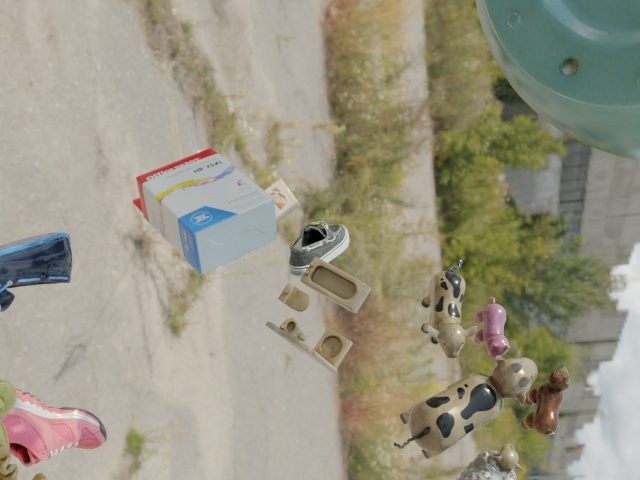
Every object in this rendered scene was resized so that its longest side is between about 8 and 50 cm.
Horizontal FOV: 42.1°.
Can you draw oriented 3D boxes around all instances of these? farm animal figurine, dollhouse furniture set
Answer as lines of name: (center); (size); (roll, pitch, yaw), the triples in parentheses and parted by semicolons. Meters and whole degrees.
farm animal figurine: (0.254, 0.229, 1.364); (0.327, 0.330, 0.172); (-44, 171, -22)
dollhouse furniture set: (-0.011, 0.102, 1.346); (0.151, 0.144, 0.123); (-57, 148, -9)

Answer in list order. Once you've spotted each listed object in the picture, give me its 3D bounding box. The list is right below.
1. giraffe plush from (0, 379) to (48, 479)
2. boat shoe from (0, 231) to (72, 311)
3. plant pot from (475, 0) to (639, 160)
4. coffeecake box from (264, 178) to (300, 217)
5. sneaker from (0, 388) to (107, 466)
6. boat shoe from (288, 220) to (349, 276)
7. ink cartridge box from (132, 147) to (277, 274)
giraffe plush: (-0.332, 0.223, 0.741); (0.181, 0.210, 0.171); (-112, -161, -55)
boat shoe: (-0.433, 0.057, 1.111); (0.258, 0.109, 0.089); (-20, 104, -45)
plant pot: (0.239, -0.184, 0.550); (0.235, 0.293, 0.293); (-15, 101, -52)
coffeecake box: (-0.140, -0.055, 1.876); (0.068, 0.185, 0.142); (53, 1, 1)
sneaker: (-0.595, 0.423, 1.772); (0.314, 0.116, 0.136); (34, 42, -46)
boat shoe: (0.000, 0.000, 1.680); (0.219, 0.077, 0.070); (-46, 134, -59)
ink cartridge box: (-0.182, -0.059, 1.237); (0.231, 0.134, 0.078); (38, -36, 41)
